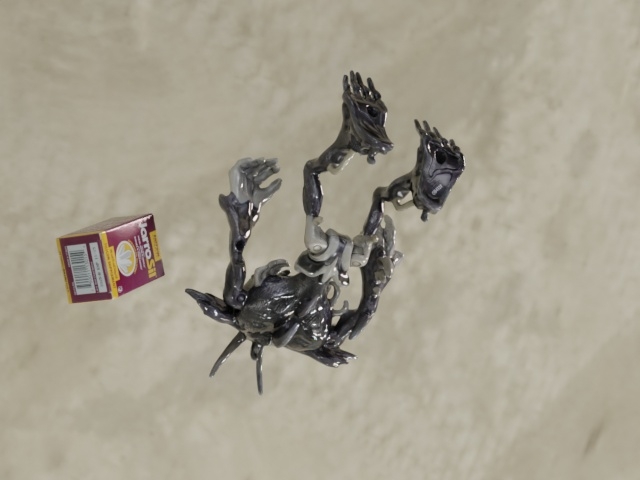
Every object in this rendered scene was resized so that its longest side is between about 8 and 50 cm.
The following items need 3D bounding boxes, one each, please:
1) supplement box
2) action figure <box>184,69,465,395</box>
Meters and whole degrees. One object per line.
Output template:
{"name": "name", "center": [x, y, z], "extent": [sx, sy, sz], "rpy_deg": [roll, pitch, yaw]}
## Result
{"name": "supplement box", "center": [-0.163, 0.014, 1.219], "extent": [0.083, 0.043, 0.055], "rpy_deg": [-29, 110, -64]}
{"name": "action figure", "center": [0.000, 0.000, 1.272], "extent": [0.164, 0.141, 0.275], "rpy_deg": [27, 124, -17]}
